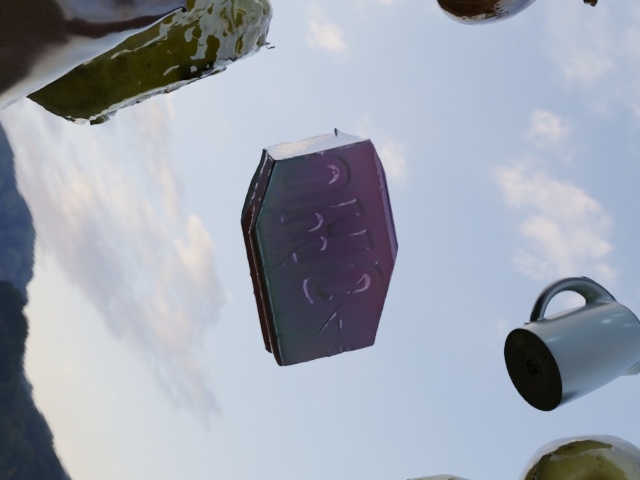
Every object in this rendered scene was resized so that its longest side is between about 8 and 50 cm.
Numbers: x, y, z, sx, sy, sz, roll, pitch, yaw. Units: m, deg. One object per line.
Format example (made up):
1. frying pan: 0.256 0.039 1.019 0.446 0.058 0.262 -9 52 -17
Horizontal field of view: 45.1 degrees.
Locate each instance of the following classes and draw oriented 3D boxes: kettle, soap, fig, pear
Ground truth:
1. kettle: 0.481 0.181 1.460 0.221 0.236 0.161 70 -21 11
2. soap: 0.000 0.000 0.526 0.056 0.100 0.149 -161 -119 -75
3. fig: 0.258 -0.372 1.024 0.207 0.175 0.175 0 -61 17
4. pear: 0.501 0.499 1.403 0.309 0.309 0.309 41 -36 38

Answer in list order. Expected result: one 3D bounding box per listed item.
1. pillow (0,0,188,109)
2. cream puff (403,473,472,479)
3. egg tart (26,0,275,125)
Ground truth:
1. pillow: -0.274 -0.130 0.352 0.305 0.308 0.108 -15 -118 39
2. cream puff: 0.124 0.381 0.639 0.291 0.324 0.257 -84 153 -52
3. egg tart: -0.143 -0.169 0.615 0.290 0.290 0.115 1 -60 60
